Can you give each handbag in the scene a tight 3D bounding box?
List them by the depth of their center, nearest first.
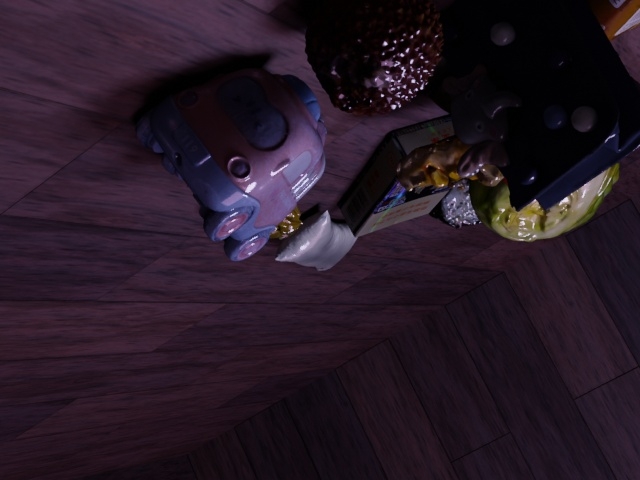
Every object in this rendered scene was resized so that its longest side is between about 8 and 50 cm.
[{"bbox_3d":[0.286,-0.220,1.528,0.118,0.325,0.269,-7,155,-41],"label":"handbag"}]

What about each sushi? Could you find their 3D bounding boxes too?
[{"bbox_3d":[0.331,-0.112,2.310,0.213,0.147,0.115,-14,-156,-16],"label":"sushi"}]

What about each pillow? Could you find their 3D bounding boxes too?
[{"bbox_3d":[0.001,-0.001,2.249,0.144,0.078,0.254,-40,162,12],"label":"pillow"}]

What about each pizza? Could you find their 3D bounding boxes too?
[{"bbox_3d":[0.373,-0.159,1.698,0.440,0.130,0.406,-20,-174,-19],"label":"pizza"}]

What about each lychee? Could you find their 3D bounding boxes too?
[{"bbox_3d":[0.073,-0.255,1.374,0.188,0.188,0.188,-24,164,-7],"label":"lychee"}]

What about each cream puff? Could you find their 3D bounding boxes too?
[{"bbox_3d":[-0.109,-0.042,1.870,0.146,0.116,0.146,-28,166,-7],"label":"cream puff"}]

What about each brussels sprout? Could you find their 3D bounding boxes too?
[{"bbox_3d":[0.447,-0.142,2.091,0.344,0.268,0.344,-48,-176,4],"label":"brussels sprout"}]

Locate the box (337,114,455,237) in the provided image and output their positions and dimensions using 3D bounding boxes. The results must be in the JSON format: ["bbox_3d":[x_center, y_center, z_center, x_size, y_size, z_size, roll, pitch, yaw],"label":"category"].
[{"bbox_3d":[0.178,-0.126,2.107,0.198,0.084,0.310,-18,162,-26],"label":"box"}]

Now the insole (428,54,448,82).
[{"bbox_3d":[0.241,-0.312,1.743,0.248,0.011,0.081,-29,167,8],"label":"insole"}]

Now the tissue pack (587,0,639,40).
[{"bbox_3d":[0.503,-0.411,1.652,0.183,0.092,0.226,-27,168,-35],"label":"tissue pack"}]

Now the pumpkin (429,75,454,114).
[{"bbox_3d":[0.339,-0.261,1.892,0.278,0.111,0.163,-24,169,-12],"label":"pumpkin"}]

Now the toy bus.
[{"bbox_3d":[-0.099,-0.126,1.501,0.232,0.197,0.294,-36,164,-2],"label":"toy bus"}]
